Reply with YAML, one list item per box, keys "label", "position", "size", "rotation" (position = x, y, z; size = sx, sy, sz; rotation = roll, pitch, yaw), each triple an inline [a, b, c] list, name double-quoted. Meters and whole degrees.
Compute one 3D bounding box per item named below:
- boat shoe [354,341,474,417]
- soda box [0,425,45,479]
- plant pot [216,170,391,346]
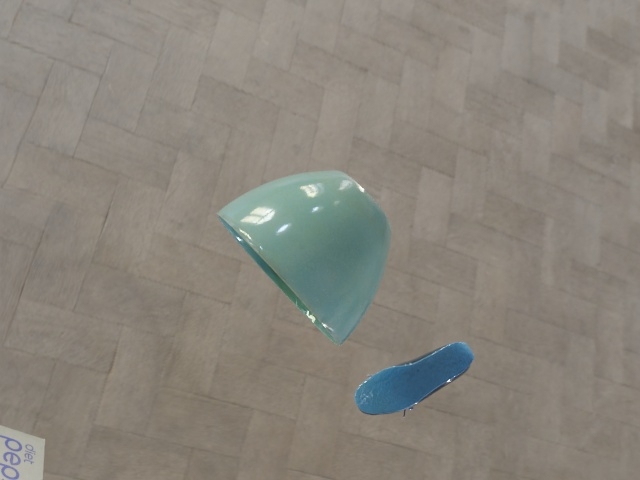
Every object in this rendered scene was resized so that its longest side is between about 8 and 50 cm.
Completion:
- label: "boat shoe"
  position: [0.197, 0.296, 1.469]
  size: [0.258, 0.089, 0.109]
  rotation: [-19, 71, 0]
- label: "soda box"
  position: [-0.359, 0.317, 0.751]
  size: [0.098, 0.286, 0.091]
  rotation: [29, 103, -27]
- label: "plant pot"
  position: [0.000, 0.000, 1.164]
  size: [0.195, 0.290, 0.290]
  rotation: [-43, 95, -8]
